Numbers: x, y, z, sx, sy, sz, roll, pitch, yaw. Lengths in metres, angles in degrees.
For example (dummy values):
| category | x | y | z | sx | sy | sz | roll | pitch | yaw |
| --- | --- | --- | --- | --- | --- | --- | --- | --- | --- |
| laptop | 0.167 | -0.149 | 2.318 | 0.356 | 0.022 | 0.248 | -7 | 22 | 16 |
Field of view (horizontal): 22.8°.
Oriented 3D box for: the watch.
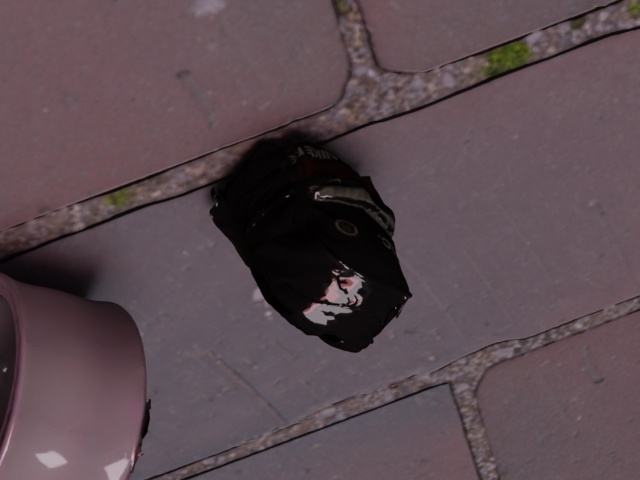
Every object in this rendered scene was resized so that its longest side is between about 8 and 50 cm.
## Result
| category | x | y | z | sx | sy | sz | roll | pitch | yaw |
| --- | --- | --- | --- | --- | --- | --- | --- | --- | --- |
| watch | -0.224 | 0.136 | 1.198 | 0.211 | 0.248 | 0.217 | 18 | 98 | -30 |

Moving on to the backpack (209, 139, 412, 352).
| category | x | y | z | sx | sy | sz | roll | pitch | yaw |
| --- | --- | --- | --- | --- | --- | --- | --- | --- | --- |
| backpack | 0.003 | 0.002 | 1.155 | 0.120 | 0.165 | 0.106 | 24 | 110 | -40 |
